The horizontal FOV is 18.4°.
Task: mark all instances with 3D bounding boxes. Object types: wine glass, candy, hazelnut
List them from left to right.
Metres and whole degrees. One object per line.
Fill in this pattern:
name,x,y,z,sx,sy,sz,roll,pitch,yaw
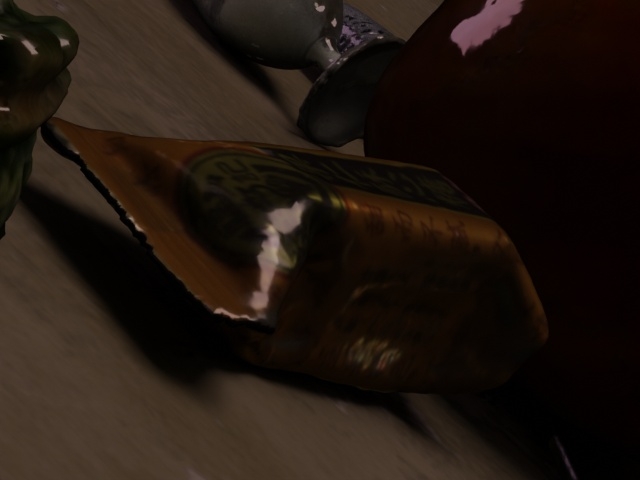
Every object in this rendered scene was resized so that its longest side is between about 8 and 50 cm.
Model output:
wine glass,-0.033,-0.169,1.401,0.222,0.103,0.103,49,15,30
candy,-0.003,0.008,0.905,0.271,0.101,0.143,15,22,-51
hazelnut,0.213,-0.046,1.188,0.359,0.359,0.409,47,4,24

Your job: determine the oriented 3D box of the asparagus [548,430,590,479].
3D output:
asparagus,0.147,0.144,1.068,0.127,0.018,0.015,-111,-170,-58

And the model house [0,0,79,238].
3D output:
model house,-0.155,-0.182,0.720,0.261,0.266,0.321,32,15,-21

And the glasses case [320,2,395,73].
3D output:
glasses case,0.079,-0.091,1.537,0.109,0.067,0.282,20,23,-53
